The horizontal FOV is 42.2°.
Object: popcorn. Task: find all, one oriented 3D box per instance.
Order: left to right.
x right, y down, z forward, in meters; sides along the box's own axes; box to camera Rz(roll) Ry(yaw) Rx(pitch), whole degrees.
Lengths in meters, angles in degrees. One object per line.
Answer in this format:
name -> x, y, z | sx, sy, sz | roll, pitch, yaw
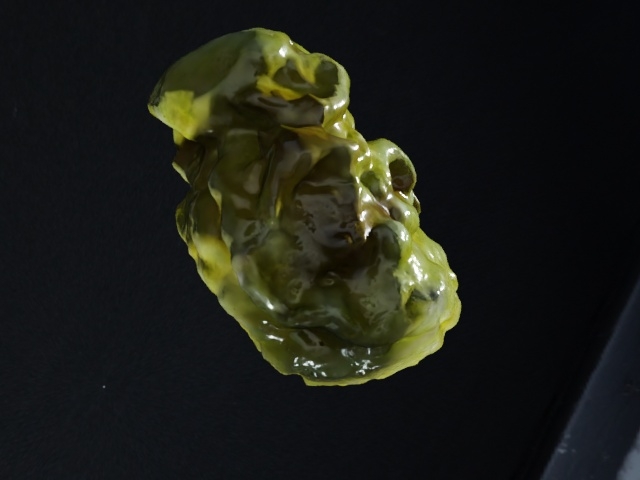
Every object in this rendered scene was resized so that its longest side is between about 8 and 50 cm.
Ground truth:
popcorn -> 0.000, 0.000, 0.606 | 0.173, 0.225, 0.286 | -31, -47, 4
